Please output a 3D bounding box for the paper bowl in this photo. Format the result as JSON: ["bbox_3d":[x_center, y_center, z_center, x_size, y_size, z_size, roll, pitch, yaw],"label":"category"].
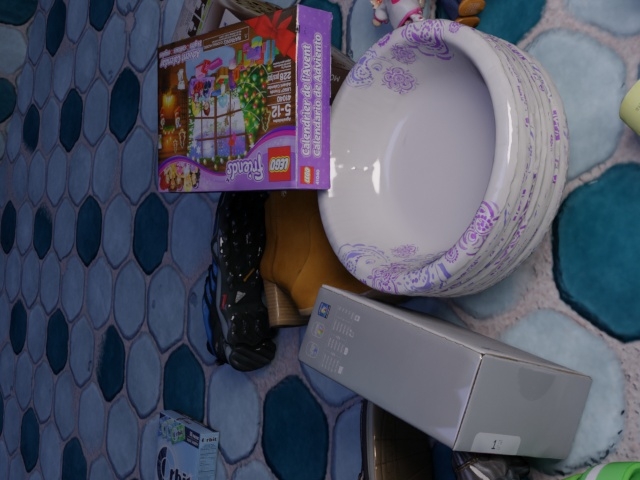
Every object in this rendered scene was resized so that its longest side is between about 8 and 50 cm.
[{"bbox_3d":[0.135,-0.081,0.791,0.284,0.148,0.284,-7,81,52],"label":"paper bowl"}]

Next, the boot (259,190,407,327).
[{"bbox_3d":[0.000,0.000,0.990,0.295,0.104,0.211,-19,71,54],"label":"boot"}]

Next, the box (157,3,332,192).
[{"bbox_3d":[-0.104,-0.160,0.910,0.293,0.057,0.200,2,93,47],"label":"box"}]

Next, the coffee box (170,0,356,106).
[{"bbox_3d":[-0.079,-0.258,1.068,0.297,0.168,0.118,49,124,43],"label":"coffee box"}]

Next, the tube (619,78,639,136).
[{"bbox_3d":[0.348,-0.052,0.593,0.240,0.062,0.070,56,168,33],"label":"tube"}]

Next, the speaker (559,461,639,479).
[{"bbox_3d":[0.194,0.302,0.687,0.296,0.131,0.131,-41,56,42],"label":"speaker"}]

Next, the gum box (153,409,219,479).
[{"bbox_3d":[-0.243,0.410,1.301,0.157,0.041,0.184,7,90,52],"label":"gum box"}]

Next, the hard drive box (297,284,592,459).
[{"bbox_3d":[0.120,0.130,0.751,0.232,0.181,0.089,18,90,52],"label":"hard drive box"}]

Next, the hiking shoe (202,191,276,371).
[{"bbox_3d":[-0.145,0.051,1.159,0.132,0.113,0.303,-3,84,51],"label":"hiking shoe"}]

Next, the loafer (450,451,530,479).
[{"bbox_3d":[0.163,0.216,0.716,0.062,0.170,0.061,-34,74,7],"label":"loafer"}]

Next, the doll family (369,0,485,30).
[{"bbox_3d":[0.153,-0.339,0.851,0.163,0.118,0.263,69,153,21],"label":"doll family"}]

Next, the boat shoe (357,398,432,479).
[{"bbox_3d":[0.077,0.315,0.860,0.092,0.103,0.285,-18,77,44],"label":"boat shoe"}]
